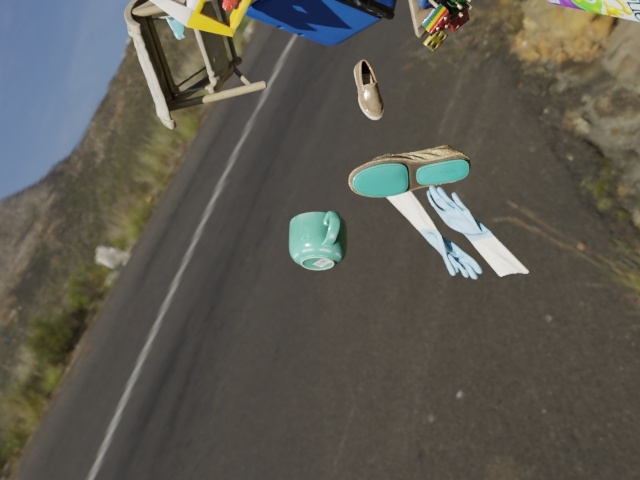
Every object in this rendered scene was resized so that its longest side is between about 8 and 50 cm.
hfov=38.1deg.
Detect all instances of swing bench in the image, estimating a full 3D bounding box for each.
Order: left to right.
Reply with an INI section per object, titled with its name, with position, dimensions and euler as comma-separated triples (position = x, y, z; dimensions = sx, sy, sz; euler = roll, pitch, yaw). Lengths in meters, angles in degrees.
[swing bench]
position = -0.285, -0.424, 2.031
dimensions = 0.254, 0.253, 0.165
euler = -25, 41, -14

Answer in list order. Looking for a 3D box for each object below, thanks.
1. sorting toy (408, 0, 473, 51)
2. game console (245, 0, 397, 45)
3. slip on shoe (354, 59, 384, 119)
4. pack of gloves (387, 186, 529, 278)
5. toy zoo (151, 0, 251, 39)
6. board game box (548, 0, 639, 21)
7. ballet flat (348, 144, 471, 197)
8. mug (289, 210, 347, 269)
[sorting toy]
position = 0.246, -0.465, 1.831
dimensions = 0.132, 0.046, 0.274
euler = -37, -27, -5
[game console]
position = 0.017, -0.556, 1.956
dimensions = 0.173, 0.293, 0.250
euler = 19, 98, 41
[slip on shoe]
position = 0.107, -0.331, 2.025
dimensions = 0.041, 0.051, 0.135
euler = 127, 133, -72
[pack of gloves]
position = 0.234, -0.001, 1.668
dimensions = 0.046, 0.232, 0.195
euler = -51, 17, -20
[toy zoo]
position = -0.199, -0.504, 1.701
dimensions = 0.293, 0.192, 0.030
euler = -60, 34, 18
[board game box]
position = 0.499, -0.462, 1.511
dimensions = 0.142, 0.144, 0.275
euler = -50, 43, -10
[ballet flat]
position = 0.142, -0.117, 1.522
dimensions = 0.067, 0.206, 0.073
euler = -111, 18, -55
[mug]
position = -0.008, 0.002, 2.037
dimensions = 0.158, 0.129, 0.097
euler = 64, -155, -64
